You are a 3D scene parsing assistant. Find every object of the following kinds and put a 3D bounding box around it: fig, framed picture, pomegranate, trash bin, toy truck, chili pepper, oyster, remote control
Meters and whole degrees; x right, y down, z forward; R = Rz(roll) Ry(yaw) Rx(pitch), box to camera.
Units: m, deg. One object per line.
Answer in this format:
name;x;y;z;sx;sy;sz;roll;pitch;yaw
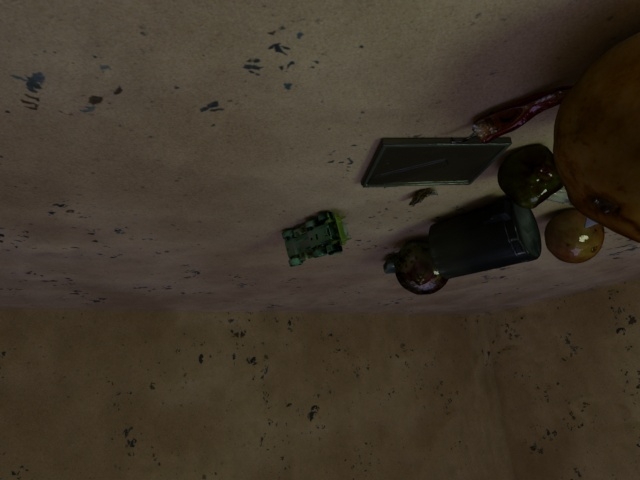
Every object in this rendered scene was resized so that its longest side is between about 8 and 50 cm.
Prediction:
fig;0.517;-0.161;1.214;0.144;0.154;0.166;-14;-163;-22
framed picture;0.275;-0.189;1.208;0.315;0.024;0.232;-3;162;-10
pomegranate;0.607;-0.194;0.808;0.410;0.410;0.410;-5;162;-2
trash bin;0.517;-0.004;1.562;0.301;0.203;0.252;-20;138;41
toy truck;-0.004;0.001;1.562;0.259;0.128;0.135;-22;169;41
pomegranate;0.377;0.109;1.799;0.214;0.214;0.248;-9;-169;12
chili pepper;0.392;-0.256;0.999;0.268;0.059;0.050;-24;-167;38
pomegranate;0.855;-0.015;1.649;0.191;0.191;0.191;-5;162;-2
oyster;0.290;-0.126;1.393;0.093;0.034;0.051;-25;172;22
remote control;0.436;0.091;2.046;0.335;0.065;0.128;-3;160;-5

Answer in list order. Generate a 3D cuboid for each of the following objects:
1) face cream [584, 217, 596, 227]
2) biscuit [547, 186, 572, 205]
face cream;0.828;-0.128;1.271;0.274;0.096;0.154;-21;142;-2
biscuit;0.733;-0.157;1.328;0.281;0.084;0.179;0;158;-19
